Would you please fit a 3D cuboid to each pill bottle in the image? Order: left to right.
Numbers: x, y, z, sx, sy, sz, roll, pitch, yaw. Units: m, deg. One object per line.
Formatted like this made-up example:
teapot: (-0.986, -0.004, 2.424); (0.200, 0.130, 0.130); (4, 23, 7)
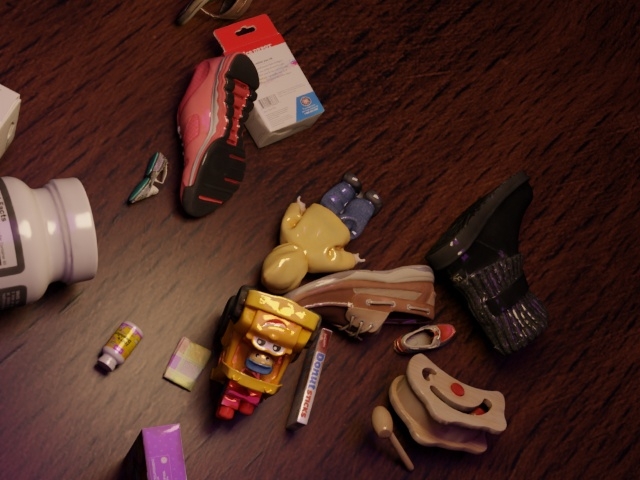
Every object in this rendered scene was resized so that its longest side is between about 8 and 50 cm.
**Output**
pill bottle: (-0.547, 0.014, 1.519); (0.362, 0.210, 0.210); (-11, 75, -26)
pill bottle: (-0.337, 0.179, 1.637); (0.043, 0.043, 0.083); (37, 61, -6)

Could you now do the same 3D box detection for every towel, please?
towel: (-0.230, 0.213, 1.688); (0.060, 0.009, 0.083); (30, 62, -10)

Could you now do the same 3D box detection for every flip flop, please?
flip flop: (-0.165, -0.487, 1.943); (0.277, 0.112, 0.080); (-33, 100, -35)

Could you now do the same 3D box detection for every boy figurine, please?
boy figurine: (0.000, 0.000, 1.816); (0.177, 0.092, 0.285); (39, 62, 9)

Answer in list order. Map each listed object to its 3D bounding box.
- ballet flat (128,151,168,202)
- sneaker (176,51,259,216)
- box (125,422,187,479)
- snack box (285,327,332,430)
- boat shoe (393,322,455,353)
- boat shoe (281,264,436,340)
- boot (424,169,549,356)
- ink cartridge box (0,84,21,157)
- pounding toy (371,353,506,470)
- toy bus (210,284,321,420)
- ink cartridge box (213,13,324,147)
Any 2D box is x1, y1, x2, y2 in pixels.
ballet flat: (-0.305, -0.107, 1.766); (0.041, 0.041, 0.114); (29, 63, -10)
sneaker: (-0.211, -0.196, 1.812); (0.116, 0.136, 0.314); (24, 78, -52)
box: (-0.241, 0.397, 1.449); (0.057, 0.293, 0.201); (-4, 71, -17)
snack box: (-0.021, 0.246, 1.730); (0.022, 0.064, 0.178); (22, 63, -12)
boat shoe: (0.204, 0.184, 1.861); (0.137, 0.043, 0.049); (-12, 73, -27)
boat shoe: (0.078, 0.120, 1.791); (0.324, 0.123, 0.117); (-6, 75, -23)
boot: (0.375, 0.042, 1.936); (0.260, 0.131, 0.348); (49, 55, -4)
ink cartridge box: (-0.627, -0.221, 1.598); (0.237, 0.172, 0.100); (28, 62, -11)
pounding toy: (0.196, 0.319, 1.791); (0.269, 0.155, 0.154); (15, 36, -27)
toy bus: (-0.110, 0.200, 1.631); (0.149, 0.220, 0.212); (24, 69, -9)
ink cartridge box: (-0.112, -0.313, 1.902); (0.134, 0.078, 0.231); (-25, 81, -29)
